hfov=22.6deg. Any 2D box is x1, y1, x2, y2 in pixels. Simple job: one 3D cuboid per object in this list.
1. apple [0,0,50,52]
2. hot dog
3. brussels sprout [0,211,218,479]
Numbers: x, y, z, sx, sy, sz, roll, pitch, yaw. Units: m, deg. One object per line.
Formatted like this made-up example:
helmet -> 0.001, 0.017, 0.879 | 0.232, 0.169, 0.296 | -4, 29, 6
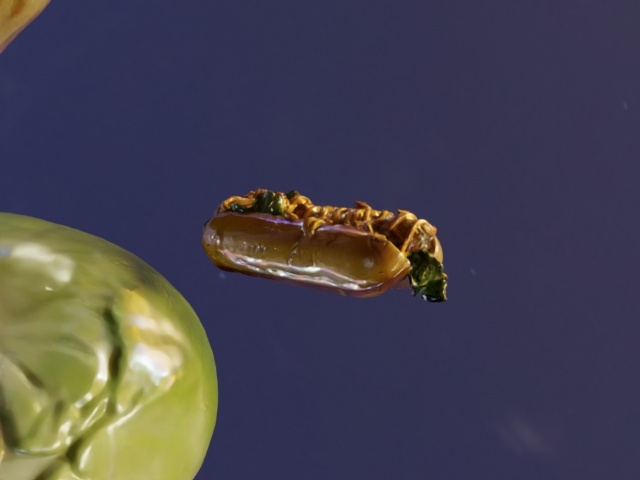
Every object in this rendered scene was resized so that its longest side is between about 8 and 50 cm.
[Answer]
apple -> -0.349, -0.273, 1.179 | 0.338, 0.305, 0.339 | 1, -102, -5
hot dog -> 0.000, 0.000, 0.972 | 0.188, 0.072, 0.055 | 9, -80, 42
brussels sprout -> -0.241, 0.126, 1.278 | 0.344, 0.344, 0.268 | 32, -60, 26
